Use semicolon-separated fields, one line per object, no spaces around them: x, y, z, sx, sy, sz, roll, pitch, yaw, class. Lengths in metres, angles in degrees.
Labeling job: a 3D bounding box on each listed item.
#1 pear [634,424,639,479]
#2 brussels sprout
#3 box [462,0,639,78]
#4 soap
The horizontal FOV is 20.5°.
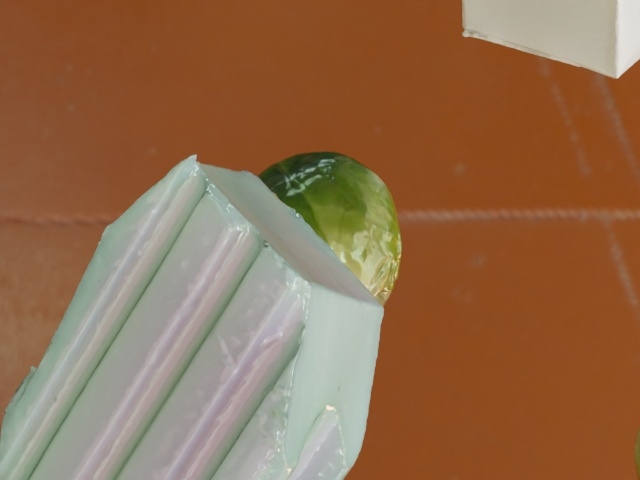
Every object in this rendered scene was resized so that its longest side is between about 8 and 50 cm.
0.285;0.162;1.234;0.141;0.141;0.104;33;37;9;pear
0.000;-0.002;1.513;0.155;0.155;0.117;2;12;-16;brussels sprout
0.174;-0.261;0.984;0.116;0.274;0.203;23;46;33;box
-0.060;0.084;0.861;0.145;0.230;0.091;43;21;26;soap
